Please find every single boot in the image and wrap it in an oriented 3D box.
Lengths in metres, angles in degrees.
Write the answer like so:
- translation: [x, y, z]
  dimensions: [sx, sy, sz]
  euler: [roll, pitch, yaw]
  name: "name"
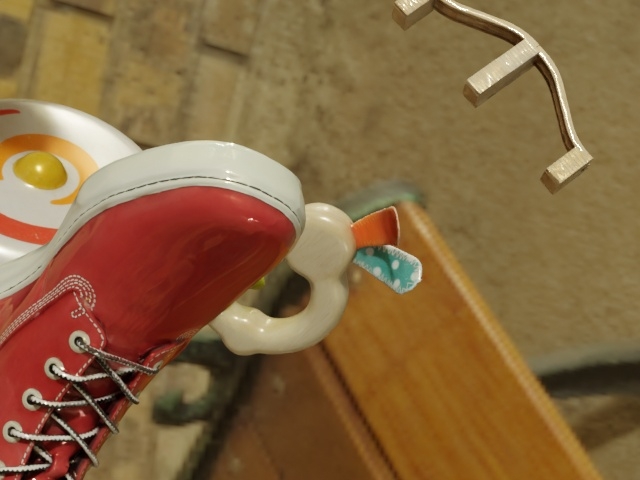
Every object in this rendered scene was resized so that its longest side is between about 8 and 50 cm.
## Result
- translation: [-0.099, 0.072, 0.713]
  dimensions: [0.244, 0.088, 0.176]
  euler: [-32, 39, 42]
  name: "boot"

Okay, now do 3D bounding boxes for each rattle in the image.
- translation: [0.000, 0.000, 1.265]
  dimensions: [0.200, 0.143, 0.130]
  euler: [-31, 91, 29]
  name: "rattle"

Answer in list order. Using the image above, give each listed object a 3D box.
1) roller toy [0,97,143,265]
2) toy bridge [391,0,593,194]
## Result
- translation: [-0.204, -0.003, 1.155]
  dimensions: [0.209, 0.191, 0.146]
  euler: [-57, -9, -52]
  name: "roller toy"
- translation: [0.131, -0.121, 1.193]
  dimensions: [0.188, 0.063, 0.026]
  euler: [50, 165, 15]
  name: "toy bridge"
